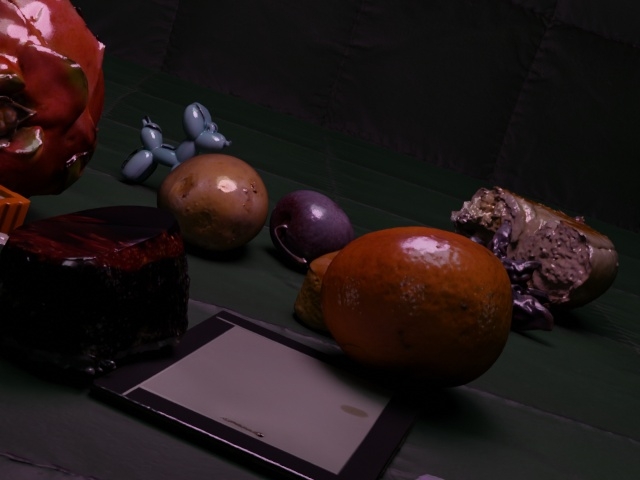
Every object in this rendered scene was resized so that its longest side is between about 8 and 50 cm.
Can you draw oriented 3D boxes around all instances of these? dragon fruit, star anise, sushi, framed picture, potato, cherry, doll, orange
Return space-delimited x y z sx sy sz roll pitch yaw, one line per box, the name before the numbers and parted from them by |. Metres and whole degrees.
dragon fruit | -0.408 -0.154 1.340 0.305 0.305 0.226 18 41 -6
star anise | 0.240 0.055 1.786 0.282 0.129 0.212 22 29 29
sushi | -0.213 0.046 1.101 0.136 0.126 0.225 13 16 22
framed picture | -0.042 0.154 1.147 0.265 0.016 0.347 22 12 10
potato | -0.148 -0.057 1.643 0.150 0.146 0.234 48 6 -13
cherry | 0.003 0.005 1.680 0.188 0.115 0.148 46 -10 49
doll | -0.224 -0.144 1.822 0.159 0.159 0.059 17 0 17
orange | 0.108 0.079 1.296 0.224 0.170 0.224 4 -19 1

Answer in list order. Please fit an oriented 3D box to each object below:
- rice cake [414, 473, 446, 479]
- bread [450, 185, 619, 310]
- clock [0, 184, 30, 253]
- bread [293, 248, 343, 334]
rice cake | 0.094 0.242 0.925 0.124 0.038 0.211 24 13 20
bread | 0.386 0.022 2.003 0.192 0.171 0.314 10 16 -45
clock | -0.428 -0.025 1.154 0.255 0.106 0.220 18 13 -30
bread | 0.056 0.065 1.508 0.102 0.094 0.245 31 16 23
